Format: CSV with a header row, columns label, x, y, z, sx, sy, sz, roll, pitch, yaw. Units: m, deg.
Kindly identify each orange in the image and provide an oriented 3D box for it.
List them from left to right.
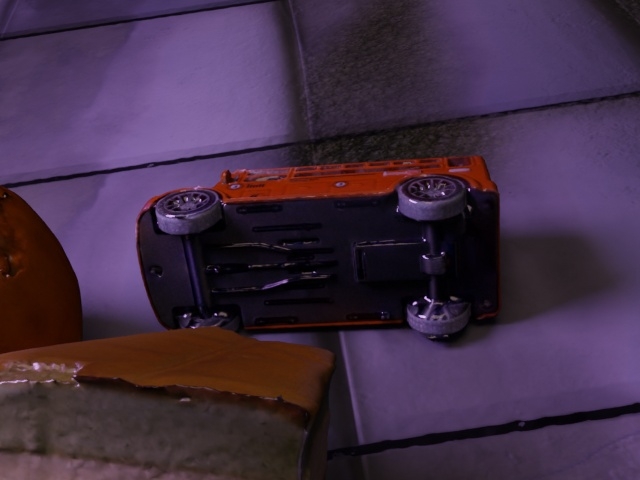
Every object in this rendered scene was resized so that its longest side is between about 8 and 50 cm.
label,x,y,z,sx,sy,sz,roll,pitch,yaw
orange,-0.341,0.069,0.717,0.283,0.226,0.284,-1,37,1

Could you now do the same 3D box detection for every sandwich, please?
label,x,y,z,sx,sy,sz,roll,pitch,yaw
sandwich,-0.109,0.144,0.579,0.227,0.155,0.198,6,4,6

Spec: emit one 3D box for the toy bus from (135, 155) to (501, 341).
label,x,y,z,sx,sy,sz,roll,pitch,yaw
toy bus,0.000,0.000,0.823,0.329,0.143,0.153,-4,27,7
